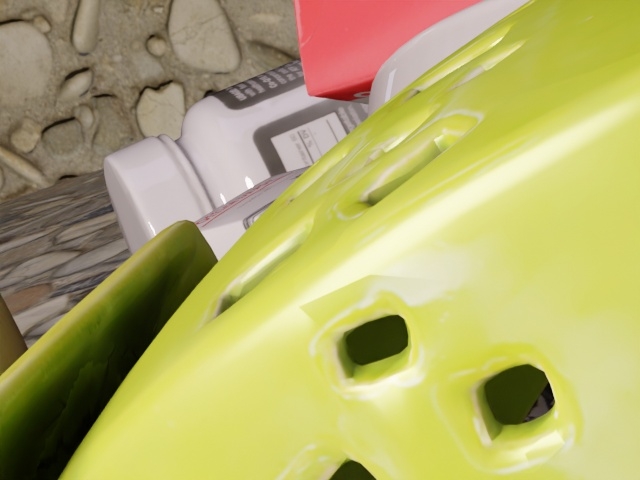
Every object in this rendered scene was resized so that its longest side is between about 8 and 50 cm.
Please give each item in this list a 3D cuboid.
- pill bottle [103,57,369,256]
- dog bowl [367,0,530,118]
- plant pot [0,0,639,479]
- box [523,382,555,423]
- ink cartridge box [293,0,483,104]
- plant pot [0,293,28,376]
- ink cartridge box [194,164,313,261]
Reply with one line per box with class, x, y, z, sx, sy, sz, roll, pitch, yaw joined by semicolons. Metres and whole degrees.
pill bottle;-0.002;-0.051;1.406;0.283;0.161;0.161;-23;10;-13
dog bowl;0.175;-0.031;0.720;0.349;0.102;0.349;-6;-8;-1
plant pot;0.046;0.075;0.445;0.207;0.228;0.227;-24;9;16
box;0.075;0.087;0.669;0.275;0.094;0.113;-13;11;37
ink cartridge box;0.082;-0.102;0.780;0.134;0.078;0.231;-15;-12;41
plant pot;-0.165;0.138;0.526;0.284;0.191;0.284;-34;15;11
ink cartridge box;0.000;0.000;0.938;0.180;0.060;0.104;-14;12;36
